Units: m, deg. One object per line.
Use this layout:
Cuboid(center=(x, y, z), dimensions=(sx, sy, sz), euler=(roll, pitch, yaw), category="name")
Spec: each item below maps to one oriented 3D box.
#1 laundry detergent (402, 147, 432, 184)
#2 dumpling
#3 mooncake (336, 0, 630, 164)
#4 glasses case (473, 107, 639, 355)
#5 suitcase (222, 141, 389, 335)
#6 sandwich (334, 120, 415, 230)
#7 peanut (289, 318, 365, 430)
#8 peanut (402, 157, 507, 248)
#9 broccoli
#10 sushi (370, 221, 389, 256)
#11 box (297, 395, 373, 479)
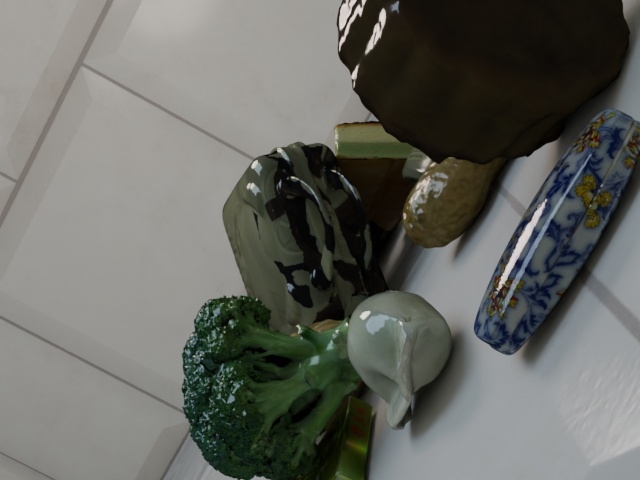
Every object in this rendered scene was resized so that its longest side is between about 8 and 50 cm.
Cuboid(center=(0.230, -0.194, 1.560), dimensions=(0.253, 0.091, 0.181), euler=(-61, 7, 0), category="laundry detergent")
Cuboid(center=(0.095, 0.137, 1.161), dimensions=(0.229, 0.124, 0.152), euler=(-64, -32, -76), category="dumpling")
Cuboid(center=(0.178, -0.248, 1.143), dimensions=(0.324, 0.323, 0.187), euler=(-65, 5, -33), category="mooncake")
Cuboid(center=(0.221, -0.007, 0.914), dimensions=(0.248, 0.065, 0.087), euler=(-60, 8, 4), category="glasses case")
Cuboid(center=(-0.031, 0.014, 1.646), dimensions=(0.193, 0.352, 0.339), euler=(-14, -16, -26), category="suitcase")
Cuboid(center=(0.134, -0.115, 1.755), dimensions=(0.186, 0.219, 0.108), euler=(86, -177, -48), category="sandwich")
Cuboid(center=(-0.030, 0.227, 1.524), dimensions=(0.325, 0.153, 0.140), euler=(-43, 36, 49), category="peanut")
Cuboid(center=(0.197, -0.087, 1.358), dimensions=(0.226, 0.095, 0.108), euler=(-57, 22, 2), category="peanut")
Cuboid(center=(-0.061, 0.184, 1.288), dimensions=(0.270, 0.270, 0.270), euler=(-27, 18, 17), category="broccoli")
Cuboid(center=(0.000, 0.000, 1.970), dimensions=(0.208, 0.234, 0.348), euler=(-66, 3, -25), category="sushi")
Cuboid(center=(-0.024, 0.373, 1.326), dimensions=(0.311, 0.043, 0.173), euler=(-59, 6, 24), category="box")
